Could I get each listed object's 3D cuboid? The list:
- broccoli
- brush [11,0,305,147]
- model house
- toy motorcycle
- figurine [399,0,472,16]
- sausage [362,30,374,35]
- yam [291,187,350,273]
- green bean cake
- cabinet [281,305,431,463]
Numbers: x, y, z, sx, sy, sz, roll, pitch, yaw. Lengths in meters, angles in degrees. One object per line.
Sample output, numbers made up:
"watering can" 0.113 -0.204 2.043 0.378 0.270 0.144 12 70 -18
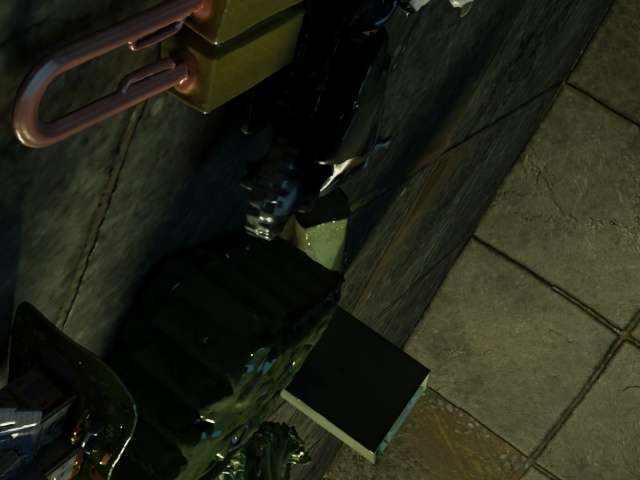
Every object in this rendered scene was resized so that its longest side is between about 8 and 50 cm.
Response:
"broccoli" -0.057 0.372 1.189 0.221 0.361 0.252 9 97 -56
"brush" -0.087 -0.114 0.558 0.233 0.047 0.103 -41 160 -44
"model house" -0.201 0.139 0.626 0.088 0.117 0.167 -36 160 -45
"toy motorcycle" 0.009 -0.130 0.739 0.159 0.106 0.270 -19 131 -74
"figurine" 0.147 -0.293 0.831 0.229 0.112 0.137 -44 160 9
"sausage" 0.037 -0.200 0.821 0.031 0.031 0.107 -45 162 -38
"yam" 0.000 0.000 1.087 0.068 0.068 0.169 -50 166 -21
"green bean cake" -0.104 0.127 0.914 0.255 0.132 0.241 -60 170 18
"cabinet" 0.036 0.203 1.396 0.145 0.206 0.150 -53 166 -13
